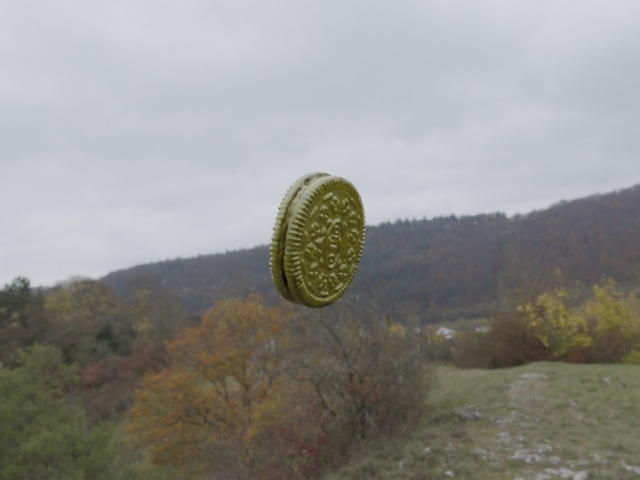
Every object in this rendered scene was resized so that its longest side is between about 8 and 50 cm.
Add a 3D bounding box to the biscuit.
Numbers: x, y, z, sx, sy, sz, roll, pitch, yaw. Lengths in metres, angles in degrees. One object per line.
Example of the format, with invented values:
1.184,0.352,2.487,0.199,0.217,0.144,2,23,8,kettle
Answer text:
0.000,0.000,0.372,0.023,0.084,0.084,12,5,32,biscuit
